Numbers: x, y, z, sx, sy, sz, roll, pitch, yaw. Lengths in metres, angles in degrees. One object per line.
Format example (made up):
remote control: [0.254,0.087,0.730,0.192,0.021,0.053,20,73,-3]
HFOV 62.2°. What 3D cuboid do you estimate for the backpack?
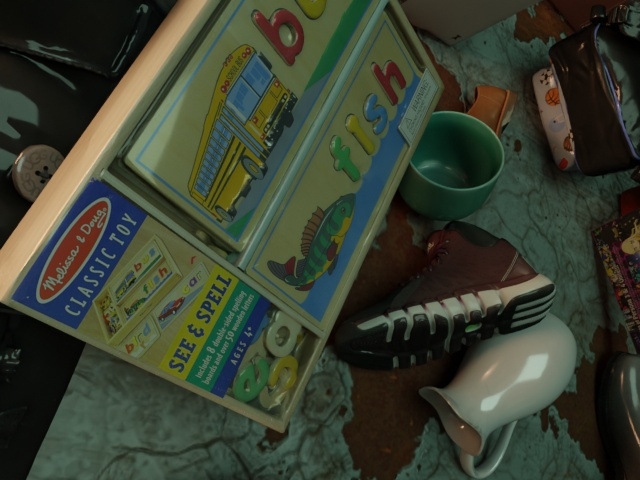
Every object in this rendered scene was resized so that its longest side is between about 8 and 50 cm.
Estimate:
backpack: [0.515,-0.239,0.900,0.263,0.213,0.277,-15,94,-25]

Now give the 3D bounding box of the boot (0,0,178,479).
boot: [-0.279,-0.054,0.333,0.367,0.146,0.446,36,74,-43]

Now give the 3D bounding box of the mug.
mug: [0.164,-0.102,0.714,0.129,0.097,0.158,-8,60,-7]

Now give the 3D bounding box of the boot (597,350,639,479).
boot: [0.553,0.338,0.792,0.118,0.222,0.339,9,75,-28]

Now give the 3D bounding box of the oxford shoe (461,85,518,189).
oxford shoe: [0.232,-0.142,0.802,0.075,0.076,0.213,20,70,6]

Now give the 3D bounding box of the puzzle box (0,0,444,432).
puzzle box: [-0.036,-0.073,0.455,0.272,0.052,0.409,42,66,-41]

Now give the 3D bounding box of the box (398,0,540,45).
box: [0.201,-0.390,0.738,0.180,0.181,0.119,10,74,-42]

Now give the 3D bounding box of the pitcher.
pitcher: [0.247,0.202,0.708,0.207,0.125,0.178,-34,119,-22]

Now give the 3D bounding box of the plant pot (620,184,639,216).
plant pot: [0.707,-0.009,0.954,0.235,0.267,0.268,7,75,-17]

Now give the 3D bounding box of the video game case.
video game case: [0.570,0.045,0.844,0.041,0.210,0.232,6,62,-31]

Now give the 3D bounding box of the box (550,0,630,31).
box: [0.556,-0.530,1.008,0.167,0.168,0.203,36,64,-21]

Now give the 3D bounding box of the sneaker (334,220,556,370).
sneaker: [0.138,0.060,0.686,0.281,0.107,0.163,-11,46,-10]
